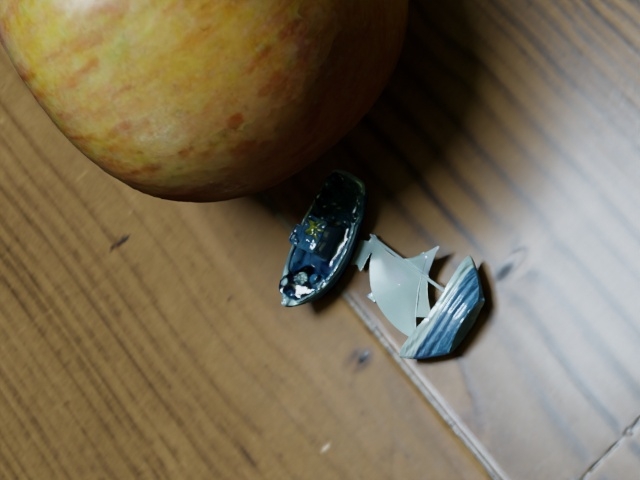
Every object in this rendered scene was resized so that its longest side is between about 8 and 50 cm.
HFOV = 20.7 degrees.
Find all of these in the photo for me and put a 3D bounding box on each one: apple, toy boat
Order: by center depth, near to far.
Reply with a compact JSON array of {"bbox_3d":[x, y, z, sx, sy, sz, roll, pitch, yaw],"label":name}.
[{"bbox_3d":[-0.104,-0.235,1.556,0.334,0.400,0.400,-33,64,7],"label":"apple"},{"bbox_3d":[0.078,0.053,1.584,0.149,0.034,0.105,12,84,33],"label":"toy boat"},{"bbox_3d":[0.000,0.000,1.628,0.060,0.061,0.137,28,96,33],"label":"toy boat"}]
